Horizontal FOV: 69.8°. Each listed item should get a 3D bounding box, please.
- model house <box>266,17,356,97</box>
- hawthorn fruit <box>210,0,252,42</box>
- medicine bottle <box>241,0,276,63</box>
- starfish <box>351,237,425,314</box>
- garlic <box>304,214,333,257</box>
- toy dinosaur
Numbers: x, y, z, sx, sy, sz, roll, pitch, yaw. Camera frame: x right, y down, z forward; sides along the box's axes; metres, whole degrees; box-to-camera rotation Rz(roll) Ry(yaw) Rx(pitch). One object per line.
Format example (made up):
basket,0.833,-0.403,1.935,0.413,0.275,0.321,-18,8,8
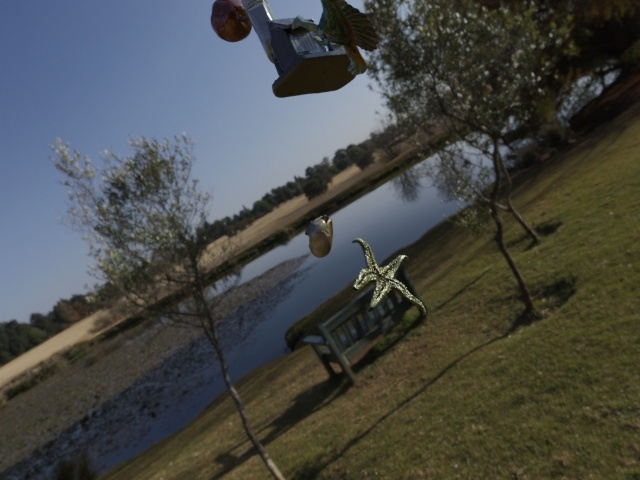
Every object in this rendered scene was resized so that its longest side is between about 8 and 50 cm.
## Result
model house,-0.031,-0.472,1.134,0.229,0.188,0.122,-16,-9,-18
hawthorn fruit,-0.296,-0.735,1.523,0.149,0.149,0.189,-33,22,4
medicine bottle,-0.150,-0.589,1.261,0.069,0.183,0.119,-25,-1,9
starfish,0.136,0.083,0.968,0.223,0.216,0.050,-33,-23,-47
garlic,0.005,0.003,1.227,0.066,0.152,0.084,24,35,30
toy dinosaur,0.024,-0.256,0.527,0.044,0.106,0.187,-52,-1,-16
